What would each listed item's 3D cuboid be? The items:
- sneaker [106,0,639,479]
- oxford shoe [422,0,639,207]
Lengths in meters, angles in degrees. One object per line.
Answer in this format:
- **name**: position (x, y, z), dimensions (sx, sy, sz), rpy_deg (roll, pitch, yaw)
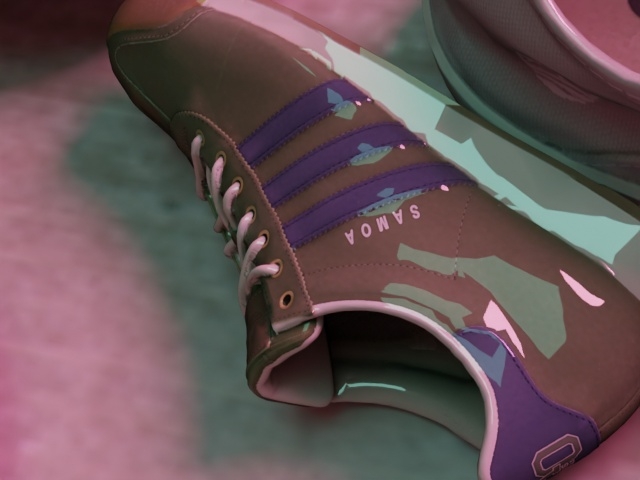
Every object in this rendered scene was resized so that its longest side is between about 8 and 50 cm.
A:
- **sneaker**: position (0.000, 0.000, 0.507), dimensions (0.192, 0.064, 0.086), rpy_deg (30, 71, 25)
- **oxford shoe**: position (0.223, -0.044, 0.427), dimensions (0.449, 0.130, 0.169), rpy_deg (15, 68, 22)
